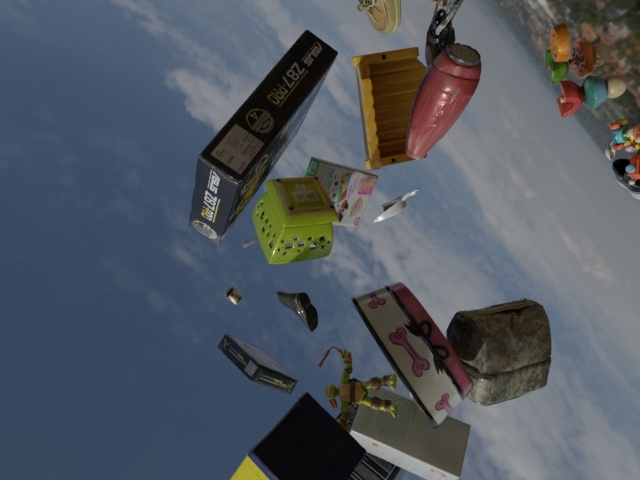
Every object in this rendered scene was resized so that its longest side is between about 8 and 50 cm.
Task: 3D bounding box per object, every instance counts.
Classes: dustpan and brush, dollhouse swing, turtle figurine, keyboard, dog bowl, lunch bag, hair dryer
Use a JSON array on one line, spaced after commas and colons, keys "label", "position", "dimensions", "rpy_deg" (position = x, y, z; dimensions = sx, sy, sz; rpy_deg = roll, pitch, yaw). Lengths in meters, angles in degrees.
[{"label": "dustpan and brush", "position": [0.299, -0.146, 1.691], "dimensions": [0.147, 0.211, 0.060], "rpy_deg": [-44, -71, -45]}, {"label": "dollhouse swing", "position": [0.246, -0.405, 1.362], "dimensions": [0.305, 0.315, 0.346], "rpy_deg": [-124, 23, -69]}, {"label": "turtle figurine", "position": [0.100, 0.435, 1.220], "dimensions": [0.087, 0.217, 0.269], "rpy_deg": [55, -144, -60]}, {"label": "keyboard", "position": [-0.196, -0.039, 1.771], "dimensions": [0.014, 0.256, 0.072], "rpy_deg": [67, 169, -16]}, {"label": "dog bowl", "position": [0.255, 0.290, 1.216], "dimensions": [0.408, 0.150, 0.408], "rpy_deg": [57, -179, -2]}, {"label": "lunch bag", "position": [0.540, 0.317, 1.343], "dimensions": [0.305, 0.256, 0.212], "rpy_deg": [-5, -164, -21]}, {"label": "hair dryer", "position": [0.202, -0.273, 0.708], "dimensions": [0.080, 0.293, 0.223], "rpy_deg": [16, -168, 0]}]

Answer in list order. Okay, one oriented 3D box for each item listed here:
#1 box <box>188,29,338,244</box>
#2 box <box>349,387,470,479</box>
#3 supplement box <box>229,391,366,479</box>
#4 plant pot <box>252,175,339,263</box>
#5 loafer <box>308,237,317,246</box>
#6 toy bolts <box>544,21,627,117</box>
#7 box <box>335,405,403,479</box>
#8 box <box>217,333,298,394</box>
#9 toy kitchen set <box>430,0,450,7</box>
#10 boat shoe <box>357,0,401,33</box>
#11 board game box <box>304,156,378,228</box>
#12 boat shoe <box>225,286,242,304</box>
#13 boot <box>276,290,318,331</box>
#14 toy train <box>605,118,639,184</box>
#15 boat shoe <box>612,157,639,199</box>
[{"label": "box", "position": [-0.133, -0.212, 0.956], "dimensions": [0.097, 0.318, 0.395], "rpy_deg": [34, -118, -7]}, {"label": "box", "position": [0.279, 0.638, 1.454], "dimensions": [0.345, 0.215, 0.168], "rpy_deg": [21, -123, 11]}, {"label": "supplement box", "position": [-0.080, 0.563, 1.062], "dimensions": [0.195, 0.356, 0.194], "rpy_deg": [41, -136, 14]}, {"label": "plant pot", "position": [-0.077, -0.080, 1.450], "dimensions": [0.228, 0.207, 0.227], "rpy_deg": [-6, -127, -26]}, {"label": "loafer", "position": [0.000, 0.000, 1.957], "dimensions": [0.061, 0.062, 0.170], "rpy_deg": [-10, -158, -30]}, {"label": "toy bolts", "position": [0.717, -0.471, 1.184], "dimensions": [0.218, 0.159, 0.228], "rpy_deg": [39, -136, -62]}, {"label": "box", "position": [0.177, 0.785, 1.654], "dimensions": [0.296, 0.182, 0.294], "rpy_deg": [29, -121, 31]}, {"label": "box", "position": [-0.206, 0.402, 1.442], "dimensions": [0.233, 0.059, 0.183], "rpy_deg": [24, 169, 49]}, {"label": "toy kitchen set", "position": [0.349, -0.683, 1.198], "dimensions": [0.068, 0.083, 0.075], "rpy_deg": [18, -141, 27]}, {"label": "boat shoe", "position": [0.095, -0.598, 0.995], "dimensions": [0.089, 0.105, 0.285], "rpy_deg": [-42, -59, -19]}, {"label": "board game box", "position": [0.063, -0.182, 1.761], "dimensions": [0.317, 0.242, 0.064], "rpy_deg": [7, -160, -40]}, {"label": "boat shoe", "position": [-0.343, 0.206, 1.705], "dimensions": [0.048, 0.056, 0.153], "rpy_deg": [42, 174, -20]}, {"label": "boot", "position": [-0.095, 0.289, 1.848], "dimensions": [0.077, 0.137, 0.197], "rpy_deg": [-43, -54, -43]}, {"label": "toy train", "position": [0.701, -0.203, 0.989], "dimensions": [0.166, 0.046, 0.125], "rpy_deg": [17, -100, -35]}, {"label": "boat shoe", "position": [0.843, -0.174, 1.171], "dimensions": [0.076, 0.080, 0.228], "rpy_deg": [51, -155, -10]}]
